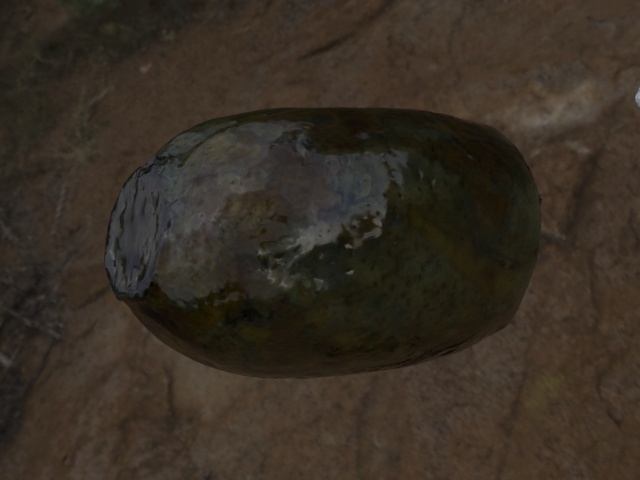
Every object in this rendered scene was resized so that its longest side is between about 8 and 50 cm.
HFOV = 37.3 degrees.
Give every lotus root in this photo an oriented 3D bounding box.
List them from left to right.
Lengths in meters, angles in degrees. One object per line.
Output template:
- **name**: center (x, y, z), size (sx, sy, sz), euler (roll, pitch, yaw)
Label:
- **lotus root**: center (0.000, 0.000, 0.801), size (0.250, 0.346, 0.251), euler (0, 90, 58)

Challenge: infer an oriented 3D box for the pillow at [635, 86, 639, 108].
- **pillow**: center (0.355, -0.125, 0.848), size (0.091, 0.135, 0.055), euler (-58, -1, 20)
